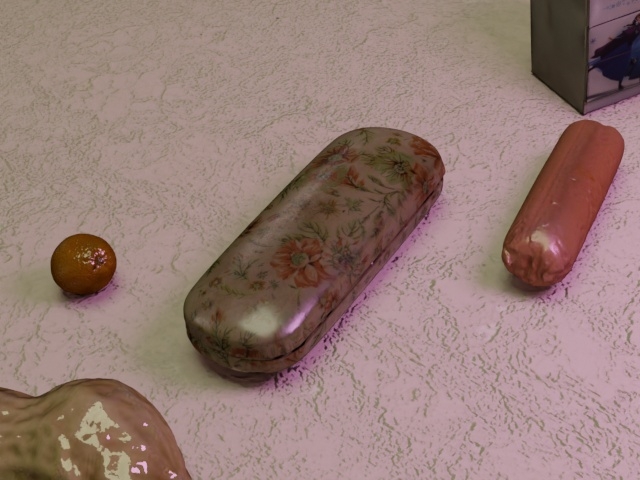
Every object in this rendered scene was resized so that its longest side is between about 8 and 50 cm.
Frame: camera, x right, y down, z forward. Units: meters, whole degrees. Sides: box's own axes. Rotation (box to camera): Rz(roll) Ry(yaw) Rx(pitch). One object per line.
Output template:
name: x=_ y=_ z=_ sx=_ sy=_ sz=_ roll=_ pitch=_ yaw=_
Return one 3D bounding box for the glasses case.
glasses case: x=0.000 y=0.000 z=1.646 sx=0.156 sy=0.098 sz=0.425 roll=18 pitch=45 yaw=26

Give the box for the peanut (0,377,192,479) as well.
peanut: x=-0.251 y=0.211 z=1.386 sx=0.291 sy=0.143 sz=0.159 roll=11 pitch=65 yaw=21

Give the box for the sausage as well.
sausage: x=0.293 y=-0.049 z=1.670 sx=0.086 sy=0.086 sz=0.289 roll=11 pitch=43 yaw=22

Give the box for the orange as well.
orange: x=-0.284 y=0.029 z=1.676 sx=0.085 sy=0.085 sz=0.085 roll=-5 pitch=38 yaw=4

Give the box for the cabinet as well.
cabinet: x=0.380 y=-0.303 z=1.877 sx=0.145 sy=0.206 sz=0.150 roll=-21 pitch=40 yaw=-17
